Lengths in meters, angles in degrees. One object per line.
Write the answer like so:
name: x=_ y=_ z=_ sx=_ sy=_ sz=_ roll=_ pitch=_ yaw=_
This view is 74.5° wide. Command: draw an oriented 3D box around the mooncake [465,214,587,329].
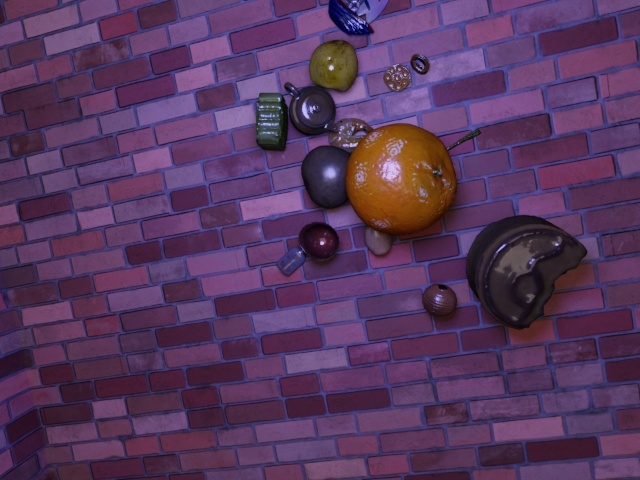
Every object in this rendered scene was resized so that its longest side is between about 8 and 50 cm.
mooncake: x=0.756 y=0.116 z=1.566 sx=0.392 sy=0.246 sz=0.395 roll=-8 pitch=103 yaw=3

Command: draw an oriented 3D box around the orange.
orange: x=0.299 y=-0.220 z=1.525 sx=0.423 sy=0.326 sz=0.425 roll=-2 pitch=94 yaw=-33

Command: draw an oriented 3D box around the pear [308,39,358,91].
pear: x=0.051 y=-0.681 z=1.632 sx=0.197 sy=0.197 sz=0.198 roll=1 pitch=95 yaw=9

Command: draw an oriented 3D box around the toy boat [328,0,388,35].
toy boat: x=0.188 y=-0.932 z=1.668 sx=0.317 sy=0.072 sz=0.219 roll=-21 pitch=89 yaw=0

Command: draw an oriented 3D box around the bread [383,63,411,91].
bread: x=0.307 y=-0.651 z=1.683 sx=0.109 sy=0.024 sz=0.110 roll=1 pitch=94 yaw=7

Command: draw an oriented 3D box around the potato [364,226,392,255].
potato: x=0.231 y=-0.010 z=1.712 sx=0.111 sy=0.112 sz=0.147 roll=-19 pitch=99 yaw=10

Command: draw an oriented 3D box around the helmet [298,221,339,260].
helmet: x=0.000 y=0.000 z=1.743 sx=0.175 sy=0.106 sz=0.155 roll=14 pitch=95 yaw=9

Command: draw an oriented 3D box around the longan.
longan: x=0.035 y=-0.259 z=1.667 sx=0.245 sy=0.215 sz=0.246 roll=-4 pitch=65 yaw=8

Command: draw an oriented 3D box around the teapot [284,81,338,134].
teapot: x=-0.037 y=-0.519 z=1.645 sx=0.267 sy=0.175 sz=0.186 roll=40 pitch=90 yaw=-14

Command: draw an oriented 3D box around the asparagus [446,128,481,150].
asparagus: x=0.528 y=-0.377 z=1.675 sx=0.232 sy=0.022 sz=0.023 roll=-29 pitch=134 yaw=8

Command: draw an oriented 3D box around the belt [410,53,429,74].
belt: x=0.394 y=-0.697 z=1.661 sx=0.083 sy=0.036 sz=0.059 roll=45 pitch=93 yaw=2

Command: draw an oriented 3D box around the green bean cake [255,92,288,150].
green bean cake: x=-0.192 y=-0.470 z=1.680 sx=0.112 sy=0.214 sz=0.201 roll=4 pitch=93 yaw=3

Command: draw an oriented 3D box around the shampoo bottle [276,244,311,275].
shampoo bottle: x=-0.107 y=0.072 z=1.799 sx=0.165 sy=0.040 sz=0.080 roll=-42 pitch=86 yaw=11

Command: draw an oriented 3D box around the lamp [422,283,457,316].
lamp: x=0.474 y=0.237 z=1.677 sx=0.136 sy=0.136 sz=0.137 roll=1 pitch=95 yaw=9

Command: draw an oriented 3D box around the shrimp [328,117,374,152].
shrimp: x=0.166 y=-0.420 z=1.709 sx=0.266 sy=0.061 sz=0.146 roll=10 pitch=87 yaw=10
